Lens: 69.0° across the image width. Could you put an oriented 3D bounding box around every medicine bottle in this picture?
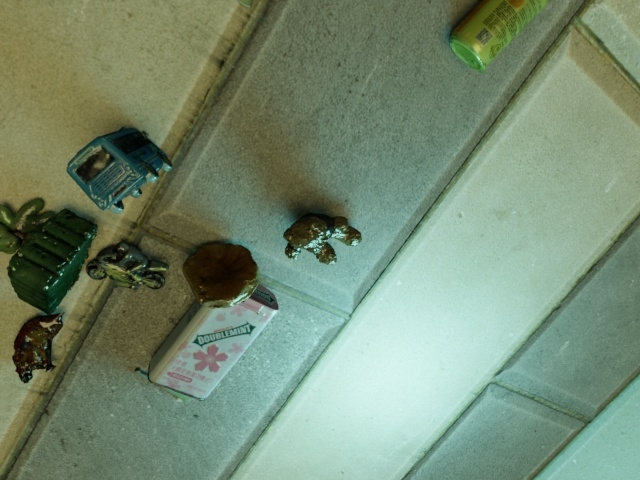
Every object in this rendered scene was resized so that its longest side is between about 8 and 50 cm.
[{"bbox_3d":[0.414,-0.515,1.063,0.124,0.124,0.239,38,101,-28],"label":"medicine bottle"}]

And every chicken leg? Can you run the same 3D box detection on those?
[{"bbox_3d":[-0.720,0.267,1.184,0.105,0.063,0.233,12,112,-26],"label":"chicken leg"}]

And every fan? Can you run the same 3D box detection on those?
[{"bbox_3d":[-0.458,0.420,1.363,0.038,0.016,0.193,-45,120,7],"label":"fan"}]

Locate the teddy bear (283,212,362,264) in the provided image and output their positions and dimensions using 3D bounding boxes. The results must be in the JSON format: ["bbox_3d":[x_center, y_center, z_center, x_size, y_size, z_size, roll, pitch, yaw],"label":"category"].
[{"bbox_3d":[-0.011,-0.015,1.194,0.182,0.129,0.251,-43,158,11],"label":"teddy bear"}]

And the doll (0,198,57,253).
[{"bbox_3d":[-0.675,-0.030,1.042,0.150,0.077,0.115,-39,131,-7],"label":"doll"}]

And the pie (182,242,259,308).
[{"bbox_3d":[-0.241,0.079,1.152,0.195,0.195,0.046,-5,141,-13],"label":"pie"}]

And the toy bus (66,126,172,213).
[{"bbox_3d":[-0.403,-0.154,0.953,0.114,0.246,0.134,-39,108,7],"label":"toy bus"}]

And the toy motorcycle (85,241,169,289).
[{"bbox_3d":[-0.473,0.060,1.146,0.194,0.061,0.124,12,120,-12],"label":"toy motorcycle"}]

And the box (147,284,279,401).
[{"bbox_3d":[-0.298,0.264,1.277,0.190,0.112,0.369,33,106,-27],"label":"box"}]

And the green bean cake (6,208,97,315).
[{"bbox_3d":[-0.609,0.052,1.070,0.107,0.193,0.208,27,144,-9],"label":"green bean cake"}]

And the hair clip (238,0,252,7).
[{"bbox_3d":[-0.144,-0.571,0.926,0.060,0.033,0.188,11,116,-18],"label":"hair clip"}]
